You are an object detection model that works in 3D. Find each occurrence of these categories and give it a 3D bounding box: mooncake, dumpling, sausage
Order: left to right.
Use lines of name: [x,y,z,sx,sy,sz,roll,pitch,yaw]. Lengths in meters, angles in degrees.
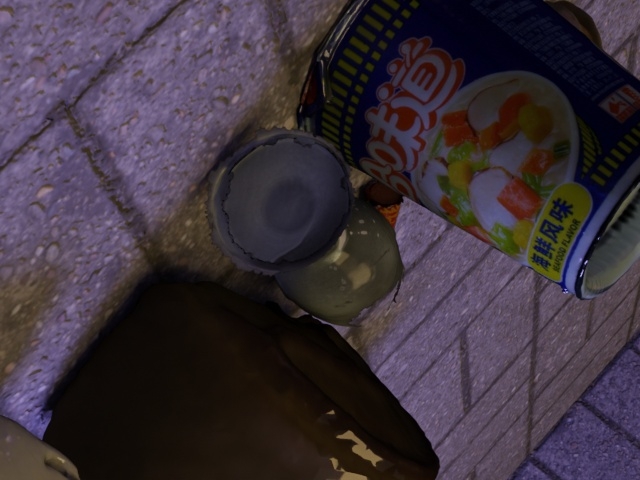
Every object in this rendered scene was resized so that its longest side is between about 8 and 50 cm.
dumpling: [-0.296,0.211,1.068,0.155,0.181,0.111,-28,-151,39]
mooncake: [-0.068,0.190,1.324,0.246,0.393,0.394,-52,-163,5]
sausage: [0.063,-0.011,1.501,0.050,0.048,0.145,-53,165,-35]

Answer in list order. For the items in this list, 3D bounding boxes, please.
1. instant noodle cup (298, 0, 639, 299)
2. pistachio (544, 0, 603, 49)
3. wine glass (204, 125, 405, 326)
instant noodle cup: [0.186,-0.107,1.242,0.284,0.312,0.284,-40,154,-24]
pistachio: [0.255,-0.168,1.502,0.126,0.152,0.223,-13,117,-51]
wine glass: [0.000,0.000,1.285,0.143,0.143,0.321,-51,159,-1]
